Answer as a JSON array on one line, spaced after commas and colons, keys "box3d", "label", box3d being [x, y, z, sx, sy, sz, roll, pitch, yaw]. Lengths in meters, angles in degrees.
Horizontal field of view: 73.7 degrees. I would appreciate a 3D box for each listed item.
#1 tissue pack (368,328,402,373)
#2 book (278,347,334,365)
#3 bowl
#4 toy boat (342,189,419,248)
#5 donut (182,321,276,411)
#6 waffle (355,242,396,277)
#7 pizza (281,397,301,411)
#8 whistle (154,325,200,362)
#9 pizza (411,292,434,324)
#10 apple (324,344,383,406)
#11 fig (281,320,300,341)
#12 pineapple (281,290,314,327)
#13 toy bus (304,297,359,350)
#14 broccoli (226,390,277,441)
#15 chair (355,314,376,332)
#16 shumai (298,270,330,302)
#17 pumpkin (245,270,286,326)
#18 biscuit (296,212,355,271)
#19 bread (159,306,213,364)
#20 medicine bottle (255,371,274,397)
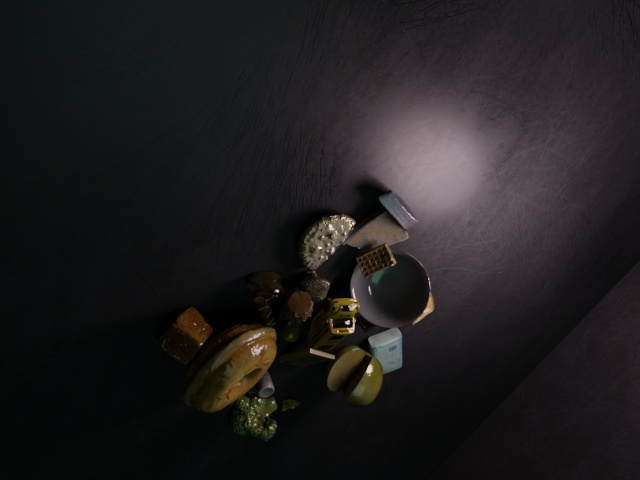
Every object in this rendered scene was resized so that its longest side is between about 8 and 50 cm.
[{"box3d": [0.340, 0.588, 2.249, 0.177, 0.089, 0.264, -18, 130, -10], "label": "tissue pack"}, {"box3d": [-0.069, 0.552, 2.005, 0.161, 0.027, 0.230, 26, 143, -36], "label": "book"}, {"box3d": [0.311, 0.201, 1.889, 0.345, 0.345, 0.157, -48, 171, 13], "label": "bowl"}, {"box3d": [0.267, -0.067, 1.764, 0.275, 0.111, 0.293, 19, 126, -34], "label": "toy boat"}, {"box3d": [-0.361, 0.512, 1.746, 0.448, 0.198, 0.449, -36, 156, -19], "label": "donut"}, {"box3d": [0.232, 0.084, 1.799, 0.147, 0.042, 0.103, -26, 87, 15], "label": "waffle"}, {"box3d": [-0.168, 0.881, 2.267, 0.122, 0.026, 0.109, 29, 110, -36], "label": "pizza"}, {"box3d": [-0.559, 0.461, 1.784, 0.067, 0.057, 0.326, -35, 129, 2], "label": "whistle"}, {"box3d": [0.479, 0.297, 2.122, 0.188, 0.080, 0.204, -33, 123, -30], "label": "pizza"}, {"box3d": [0.167, 0.661, 2.098, 0.292, 0.292, 0.254, 40, 83, -38], "label": "apple"}, {"box3d": [-0.123, 0.374, 1.924, 0.093, 0.093, 0.166, 31, 67, -36], "label": "fig"}, {"box3d": [-0.102, 0.298, 1.776, 0.128, 0.128, 0.248, -11, 157, -17], "label": "pineapple"}, {"box3d": [0.053, 0.368, 1.874, 0.145, 0.151, 0.331, 4, 147, -24], "label": "toy bus"}, {"box3d": [-0.291, 0.805, 2.012, 0.301, 0.254, 0.186, 10, 118, -29], "label": "broccoli"}, {"box3d": [0.238, 0.401, 2.064, 0.084, 0.101, 0.213, -32, 128, 0], "label": "chair"}, {"box3d": [-0.027, 0.176, 1.785, 0.145, 0.116, 0.146, -1, 126, -1], "label": "shumai"}, {"box3d": [-0.188, 0.240, 1.748, 0.149, 0.130, 0.254, -27, 128, -4], "label": "pumpkin"}, {"box3d": [0.000, 0.000, 1.693, 0.179, 0.084, 0.281, 26, 110, -35], "label": "biscuit"}, {"box3d": [-0.514, 0.370, 1.656, 0.143, 0.158, 0.149, 40, 105, 0], "label": "bread"}, {"box3d": [-0.269, 0.662, 2.003, 0.080, 0.130, 0.080, -12, 126, -17], "label": "medicine bottle"}]
